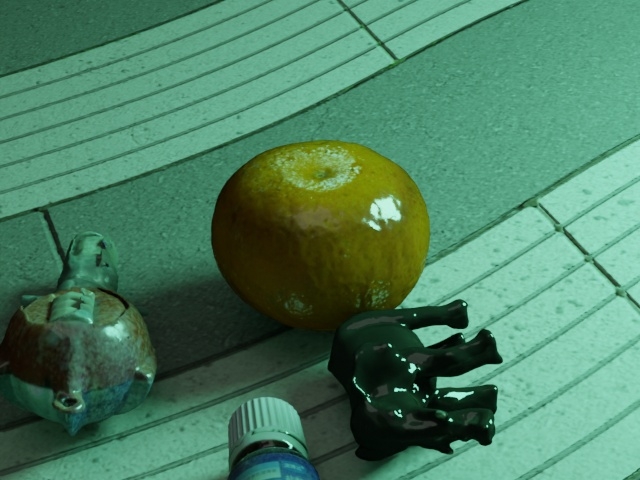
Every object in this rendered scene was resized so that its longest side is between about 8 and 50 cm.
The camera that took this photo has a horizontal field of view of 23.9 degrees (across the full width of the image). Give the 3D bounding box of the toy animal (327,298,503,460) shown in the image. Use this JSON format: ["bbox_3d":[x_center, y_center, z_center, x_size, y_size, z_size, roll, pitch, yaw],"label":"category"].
[{"bbox_3d":[0.086,0.131,1.358,0.146,0.114,0.245,-9,11,-9],"label":"toy animal"}]

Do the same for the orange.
[{"bbox_3d":[0.000,0.000,1.506,0.224,0.170,0.224,-4,31,3],"label":"orange"}]

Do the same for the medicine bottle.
[{"bbox_3d":[-0.039,0.217,1.269,0.084,0.083,0.203,-12,32,-2],"label":"medicine bottle"}]

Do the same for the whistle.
[{"bbox_3d":[-0.236,0.083,1.498,0.142,0.133,0.346,-18,25,4],"label":"whistle"}]
